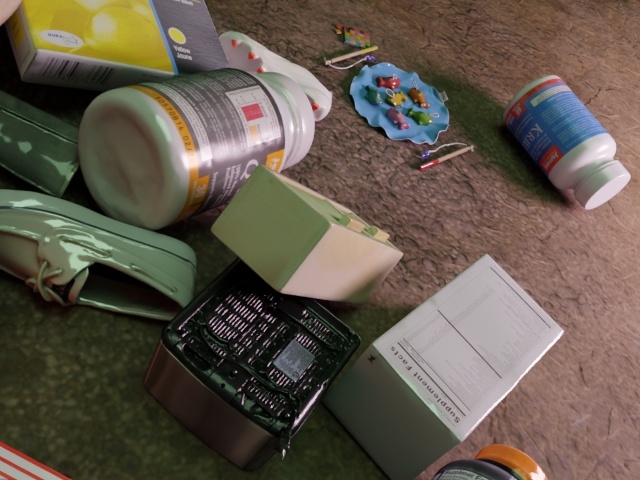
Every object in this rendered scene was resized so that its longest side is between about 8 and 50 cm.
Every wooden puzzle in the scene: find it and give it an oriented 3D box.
[{"bbox_3d":[0.064,-0.360,1.359,0.083,0.006,0.049,15,48,-18],"label":"wooden puzzle"}]

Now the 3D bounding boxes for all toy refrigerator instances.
[{"bbox_3d":[0.000,0.000,0.851,0.102,0.094,0.269,40,7,21],"label":"toy refrigerator"}]

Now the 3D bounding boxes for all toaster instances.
[{"bbox_3d":[-0.074,0.129,0.796,0.168,0.110,0.186,37,44,5],"label":"toaster"}]

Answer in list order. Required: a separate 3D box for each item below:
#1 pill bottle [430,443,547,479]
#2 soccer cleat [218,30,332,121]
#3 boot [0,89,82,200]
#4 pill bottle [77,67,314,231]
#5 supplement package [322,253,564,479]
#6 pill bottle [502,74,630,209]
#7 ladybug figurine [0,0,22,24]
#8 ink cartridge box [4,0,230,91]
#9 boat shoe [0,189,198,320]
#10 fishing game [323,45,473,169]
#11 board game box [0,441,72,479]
[{"bbox_3d":[0.137,0.306,0.749,0.130,0.130,0.245,45,46,12],"label":"pill bottle"},{"bbox_3d":[-0.069,-0.251,1.157,0.196,0.068,0.076,35,39,-8],"label":"soccer cleat"},{"bbox_3d":[-0.360,-0.158,0.907,0.208,0.076,0.190,20,59,-5],"label":"boot"},{"bbox_3d":[-0.137,-0.122,0.926,0.162,0.162,0.278,46,38,13],"label":"pill bottle"},{"bbox_3d":[0.144,0.144,0.886,0.139,0.134,0.244,48,46,14],"label":"supplement package"},{"bbox_3d":[0.424,-0.166,1.311,0.124,0.124,0.221,-13,59,-36],"label":"pill bottle"},{"bbox_3d":[-0.501,-0.287,0.733,0.449,0.162,0.305,-21,83,-52],"label":"ladybug figurine"},{"bbox_3d":[-0.287,-0.332,1.029,0.303,0.072,0.307,-3,65,-46],"label":"ink cartridge box"},{"bbox_3d":[-0.259,0.027,0.798,0.267,0.096,0.088,19,41,-25],"label":"boat shoe"},{"bbox_3d":[0.140,-0.235,1.274,0.189,0.041,0.264,-22,66,-37],"label":"fishing game"},{"bbox_3d":[-0.292,0.241,0.627,0.193,0.045,0.147,29,45,-4],"label":"board game box"}]
